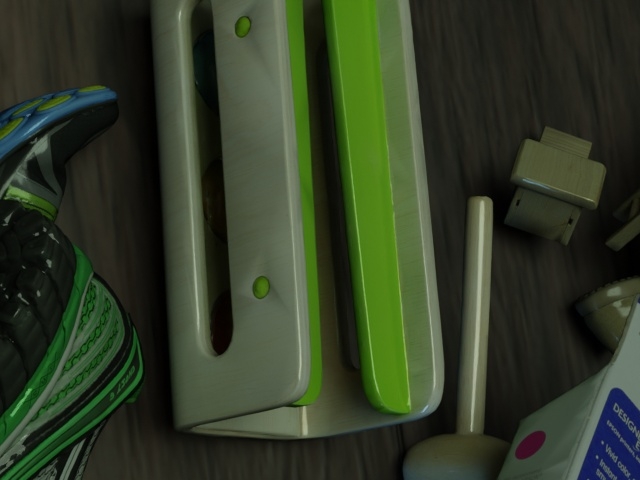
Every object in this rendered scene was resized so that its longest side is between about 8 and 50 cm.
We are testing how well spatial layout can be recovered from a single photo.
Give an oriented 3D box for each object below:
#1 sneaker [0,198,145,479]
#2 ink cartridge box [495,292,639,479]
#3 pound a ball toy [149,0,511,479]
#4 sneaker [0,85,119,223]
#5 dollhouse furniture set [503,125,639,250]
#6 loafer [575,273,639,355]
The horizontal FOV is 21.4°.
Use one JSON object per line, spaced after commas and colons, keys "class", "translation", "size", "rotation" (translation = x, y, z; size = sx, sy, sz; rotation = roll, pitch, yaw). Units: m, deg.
{"class": "sneaker", "translation": [-0.195, 0.158, 0.833], "size": [0.343, 0.134, 0.146], "rotation": [-56, 134, -13]}
{"class": "ink cartridge box", "translation": [0.143, 0.213, 0.859], "size": [0.176, 0.069, 0.371], "rotation": [49, 46, -19]}
{"class": "pound a ball toy", "translation": [0.000, 0.000, 0.983], "size": [0.208, 0.135, 0.319], "rotation": [11, 70, -48]}
{"class": "sneaker", "translation": [-0.175, -0.015, 0.935], "size": [0.078, 0.067, 0.188], "rotation": [51, 59, -27]}
{"class": "dollhouse furniture set", "translation": [0.218, -0.080, 1.087], "size": [0.161, 0.101, 0.182], "rotation": [19, 46, 3]}
{"class": "loafer", "translation": [0.235, 0.041, 1.102], "size": [0.148, 0.056, 0.050], "rotation": [-13, 84, -18]}
